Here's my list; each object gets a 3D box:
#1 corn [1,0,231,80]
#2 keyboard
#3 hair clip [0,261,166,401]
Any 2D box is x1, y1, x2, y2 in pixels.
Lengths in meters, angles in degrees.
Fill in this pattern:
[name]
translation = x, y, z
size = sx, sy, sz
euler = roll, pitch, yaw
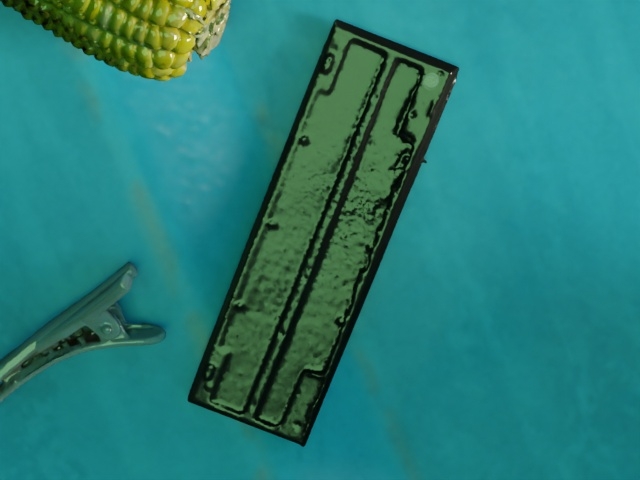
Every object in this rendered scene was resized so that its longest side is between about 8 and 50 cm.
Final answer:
[corn]
translation = -0.131, -0.139, 0.743
size = 0.203, 0.072, 0.072
euler = 31, 105, -3
[keyboard]
translation = 0.000, 0.000, 0.799
size = 0.064, 0.010, 0.198
euler = 22, 105, 0
[hair clip]
translation = -0.125, 0.058, 0.812
size = 0.115, 0.030, 0.039
euler = -33, 101, 12
